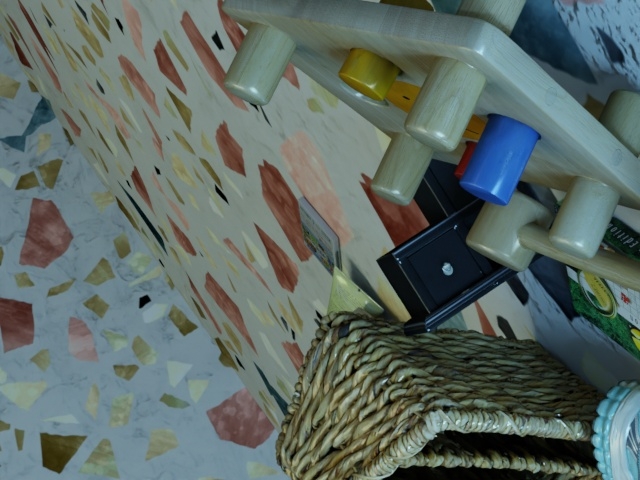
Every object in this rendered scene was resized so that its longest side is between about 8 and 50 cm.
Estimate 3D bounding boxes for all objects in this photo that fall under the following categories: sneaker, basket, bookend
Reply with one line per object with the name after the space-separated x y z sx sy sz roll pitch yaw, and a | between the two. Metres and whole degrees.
0.337 0.254 1.193 0.122 0.110 0.283 9 135 56 | sneaker
0.134 0.217 1.309 0.223 0.299 0.213 38 113 52 | basket
0.111 -0.020 1.255 0.157 0.156 0.072 59 166 0 | bookend

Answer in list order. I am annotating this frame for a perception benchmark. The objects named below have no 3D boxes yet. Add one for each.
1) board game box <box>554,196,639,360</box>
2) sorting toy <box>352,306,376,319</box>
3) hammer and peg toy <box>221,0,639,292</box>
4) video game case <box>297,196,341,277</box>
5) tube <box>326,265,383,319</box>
0.291 0.071 1.111 0.260 0.030 0.136 42 161 47 | board game box
0.124 0.259 1.874 0.255 0.089 0.257 38 156 37 | sorting toy
0.126 -0.082 1.006 0.266 0.127 0.361 19 170 46 | hammer and peg toy
0.000 0.000 1.948 0.087 0.011 0.122 49 163 26 | video game case
0.042 0.116 1.976 0.240 0.070 0.062 102 170 -64 | tube
